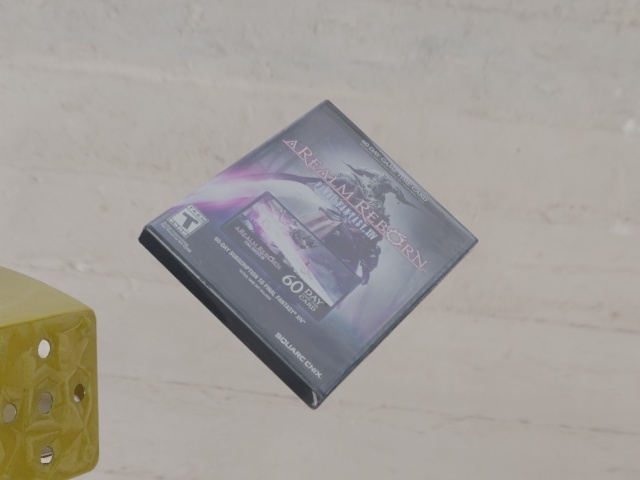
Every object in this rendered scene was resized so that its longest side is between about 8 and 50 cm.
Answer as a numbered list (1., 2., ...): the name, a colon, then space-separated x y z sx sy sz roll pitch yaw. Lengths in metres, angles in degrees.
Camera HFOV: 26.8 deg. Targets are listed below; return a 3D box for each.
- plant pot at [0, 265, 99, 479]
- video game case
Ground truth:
1. plant pot: -0.305 0.129 1.136 0.187 0.212 0.212 2 95 28
2. video game case: 0.000 0.000 1.143 0.196 0.026 0.274 44 44 6
